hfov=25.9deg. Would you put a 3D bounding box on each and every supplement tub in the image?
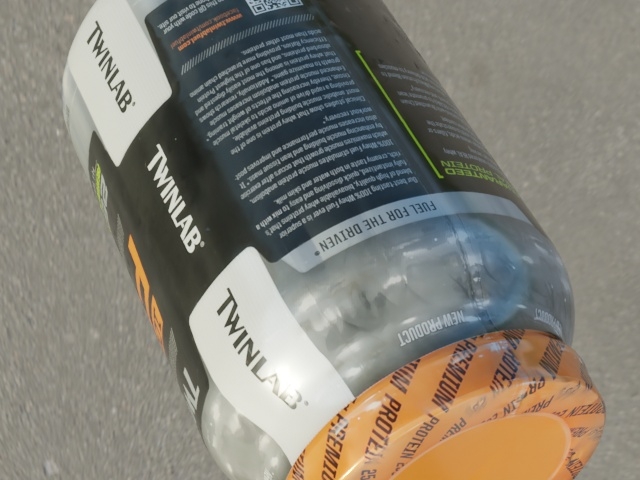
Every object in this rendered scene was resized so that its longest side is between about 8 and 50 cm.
[{"bbox_3d":[0.000,0.000,0.709,0.193,0.193,0.316,-19,52,-14],"label":"supplement tub"}]
